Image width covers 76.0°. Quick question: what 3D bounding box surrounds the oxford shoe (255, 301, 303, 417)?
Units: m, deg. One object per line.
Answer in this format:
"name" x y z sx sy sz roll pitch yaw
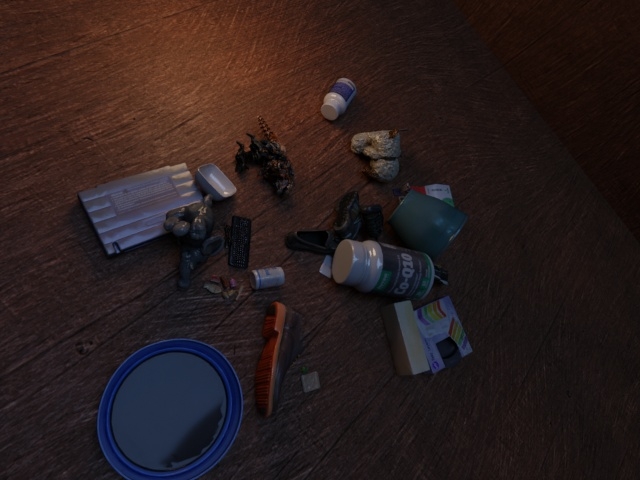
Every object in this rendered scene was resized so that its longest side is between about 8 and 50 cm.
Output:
"oxford shoe" -0.123 0.390 1.347 0.132 0.130 0.364 20 63 -26

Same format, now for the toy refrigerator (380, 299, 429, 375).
"toy refrigerator" 0.329 0.379 1.597 0.094 0.102 0.270 -5 73 -29

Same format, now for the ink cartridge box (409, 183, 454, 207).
"ink cartridge box" 0.533 -0.181 1.943 0.224 0.056 0.181 2 70 -29

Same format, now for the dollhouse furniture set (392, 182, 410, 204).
"dollhouse furniture set" 0.401 -0.202 1.863 0.090 0.081 0.115 -6 74 -29

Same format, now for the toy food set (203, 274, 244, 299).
"toy food set" -0.327 0.156 1.391 0.122 0.019 0.078 27 61 -8

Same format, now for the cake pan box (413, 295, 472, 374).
"cake pan box" 0.483 0.390 1.694 0.245 0.070 0.267 -14 79 -29

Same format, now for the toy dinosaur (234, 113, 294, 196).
"toy dinosaur" -0.207 -0.324 1.585 0.218 0.164 0.322 -5 55 -44

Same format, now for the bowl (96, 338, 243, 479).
"bowl" -0.424 0.485 1.181 0.390 0.077 0.392 10 67 -25

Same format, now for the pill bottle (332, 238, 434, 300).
"pill bottle" 0.240 0.113 1.591 0.360 0.204 0.204 12 67 -23

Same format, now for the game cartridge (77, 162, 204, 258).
"game cartridge" -0.564 -0.110 1.344 0.355 0.068 0.230 -25 80 -32

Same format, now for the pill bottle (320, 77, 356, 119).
"pill bottle" 0.078 -0.631 1.839 0.112 0.112 0.187 37 59 -11

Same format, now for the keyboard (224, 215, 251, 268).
"keyboard" -0.294 0.000 1.454 0.100 0.038 0.192 9 67 -24

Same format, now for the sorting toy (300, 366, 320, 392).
"sorting toy" -0.038 0.477 1.422 0.062 0.012 0.083 -8 79 -25

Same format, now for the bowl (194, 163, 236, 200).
"bowl" -0.376 -0.198 1.450 0.142 0.053 0.142 47 21 -7

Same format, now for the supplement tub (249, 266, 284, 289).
"supplement tub" -0.188 0.132 1.440 0.107 0.071 0.071 -7 75 -30

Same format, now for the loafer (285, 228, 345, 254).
"loafer" 0.000 0.000 1.578 0.267 0.084 0.096 1 70 -27

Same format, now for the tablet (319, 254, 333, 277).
"tablet" 0.032 0.101 1.603 0.054 0.006 0.083 32 60 -14

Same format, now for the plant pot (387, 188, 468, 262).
"plant pot" 0.435 -0.076 1.741 0.255 0.272 0.272 38 58 6

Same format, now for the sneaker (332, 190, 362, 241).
"sneaker" 0.117 -0.097 1.667 0.106 0.101 0.267 48 39 -28

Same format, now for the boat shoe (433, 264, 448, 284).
"boat shoe" 0.485 0.137 1.736 0.227 0.081 0.069 25 75 -54

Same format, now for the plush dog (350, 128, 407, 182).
"plush dog" 0.289 -0.373 1.827 0.262 0.210 0.226 -12 104 -29

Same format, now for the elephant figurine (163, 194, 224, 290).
"elephant figurine" -0.403 0.010 1.323 0.185 0.240 0.169 -16 41 -12

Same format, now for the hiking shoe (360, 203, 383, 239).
"hiking shoe" 0.218 -0.072 1.660 0.227 0.086 0.114 33 52 -64
